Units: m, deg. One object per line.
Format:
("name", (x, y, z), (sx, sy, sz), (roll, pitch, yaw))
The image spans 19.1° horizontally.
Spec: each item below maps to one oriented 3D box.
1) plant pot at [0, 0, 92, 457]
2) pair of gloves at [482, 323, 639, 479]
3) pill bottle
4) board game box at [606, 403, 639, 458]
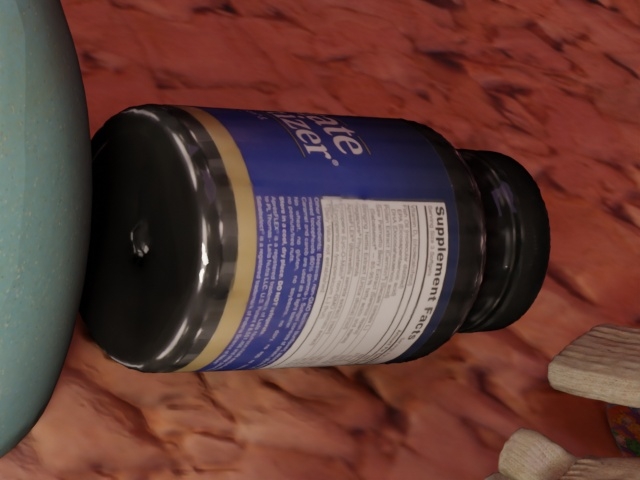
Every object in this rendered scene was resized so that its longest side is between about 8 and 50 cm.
("plant pot", (-0.212, -0.063, 0.771), (0.290, 0.195, 0.290), (20, 30, -12))
("pair of gloves", (0.188, 0.105, 0.895), (0.204, 0.042, 0.240), (6, 23, 25))
("pill bottle", (0.000, 0.000, 0.912), (0.219, 0.123, 0.123), (0, 40, -38))
("board game box", (0.236, 0.110, 1.015), (0.168, 0.033, 0.133), (-11, 47, -46))
